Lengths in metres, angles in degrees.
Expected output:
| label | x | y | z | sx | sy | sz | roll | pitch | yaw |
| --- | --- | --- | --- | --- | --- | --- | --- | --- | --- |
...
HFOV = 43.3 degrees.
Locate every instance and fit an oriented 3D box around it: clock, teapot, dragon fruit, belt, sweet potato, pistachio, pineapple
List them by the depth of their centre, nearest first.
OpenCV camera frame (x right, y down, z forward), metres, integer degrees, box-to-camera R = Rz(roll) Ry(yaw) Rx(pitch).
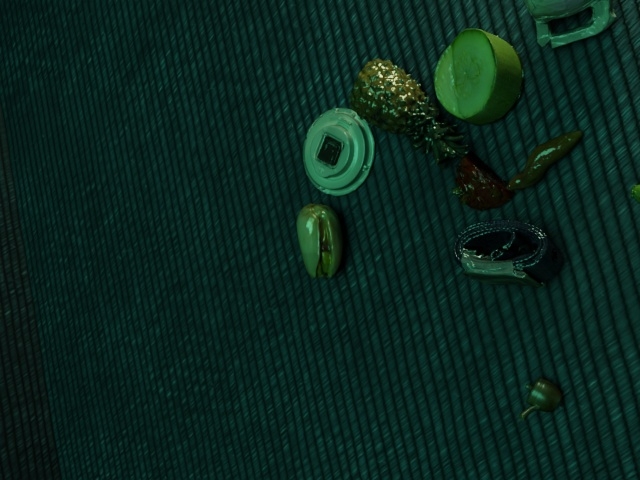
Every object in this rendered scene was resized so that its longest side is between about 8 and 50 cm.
| label | x | y | z | sx | sy | sz | roll | pitch | yaw |
| --- | --- | --- | --- | --- | --- | --- | --- | --- | --- |
| teapot | 0.527 | -0.532 | 1.707 | 0.178 | 0.163 | 0.221 | 1 | 91 | 29 |
| teapot | 0.482 | 0.364 | 1.792 | 0.080 | 0.110 | 0.085 | 28 | 151 | 19 |
| sweet potato | 0.497 | -0.181 | 1.797 | 0.202 | 0.055 | 0.058 | -45 | 66 | 27 |
| belt | 0.421 | 0.037 | 1.816 | 0.230 | 0.126 | 0.139 | 1 | 68 | 37 |
| dragon fruit | 0.358 | -0.126 | 1.888 | 0.162 | 0.083 | 0.106 | 49 | 120 | 23 |
| pineapple | 0.231 | -0.298 | 1.946 | 0.340 | 0.169 | 0.169 | 38 | 112 | 21 |
| pistachio | 0.000 | 0.000 | 2.138 | 0.145 | 0.117 | 0.200 | 176 | 83 | -74 |
| clock | 0.036 | -0.238 | 2.141 | 0.236 | 0.053 | 0.236 | 0 | 90 | 35 |

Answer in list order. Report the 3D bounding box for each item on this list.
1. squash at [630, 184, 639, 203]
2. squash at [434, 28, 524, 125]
| label | x | y | z | sx | sy | sz | roll | pitch | yaw |
| --- | --- | --- | --- | --- | --- | --- | --- | --- | --- |
| squash | 0.719 | -0.058 | 1.626 | 0.201 | 0.066 | 0.066 | 35 | 110 | 31 |
| squash | 0.349 | -0.376 | 1.868 | 0.220 | 0.133 | 0.220 | 4 | 96 | 42 |
